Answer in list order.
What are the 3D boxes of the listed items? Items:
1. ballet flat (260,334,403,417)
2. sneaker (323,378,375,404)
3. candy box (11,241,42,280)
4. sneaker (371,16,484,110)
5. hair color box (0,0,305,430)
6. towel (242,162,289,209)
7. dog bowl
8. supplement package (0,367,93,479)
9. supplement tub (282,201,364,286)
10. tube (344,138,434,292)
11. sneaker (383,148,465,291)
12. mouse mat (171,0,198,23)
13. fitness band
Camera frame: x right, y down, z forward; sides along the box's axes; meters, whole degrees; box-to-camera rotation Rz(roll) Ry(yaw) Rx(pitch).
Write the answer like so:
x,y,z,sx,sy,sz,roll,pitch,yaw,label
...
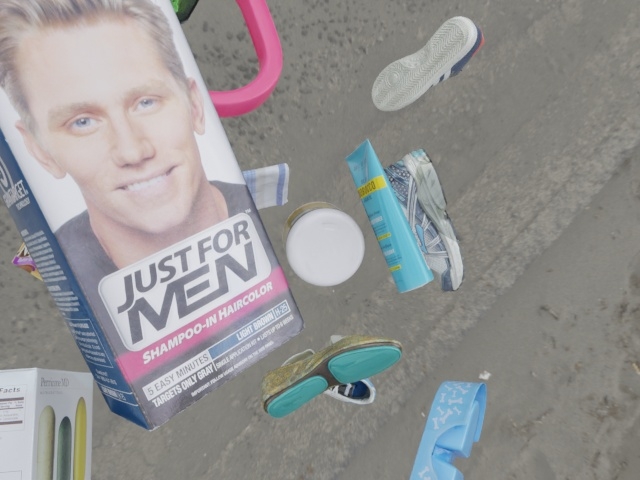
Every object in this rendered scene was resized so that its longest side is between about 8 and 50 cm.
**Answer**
x,y,z,sx,sy,sz,roll,pitch,yaw,label
0.014,0.283,1.305,0.348,0.123,0.123,-28,85,5,ballet flat
0.033,0.355,1.437,0.237,0.086,0.085,19,84,-17,sneaker
-0.728,0.044,1.509,0.187,0.053,0.109,19,78,34,candy box
0.303,-0.472,1.583,0.350,0.148,0.131,-29,80,38,sneaker
-0.164,-0.036,0.497,0.174,0.105,0.347,-30,103,-35,hair color box
-0.212,-0.103,1.360,0.285,0.209,0.034,-14,73,-11,towel
0.227,0.393,1.034,0.074,0.166,0.297,11,67,27,dog bowl
-0.410,0.298,0.695,0.198,0.199,0.262,-4,76,-4,supplement package
0.000,0.000,1.111,0.144,0.199,0.144,-1,100,-7,supplement tub
0.091,-0.032,0.781,0.052,0.080,0.207,-22,87,-28,tube
0.173,-0.022,1.018,0.122,0.110,0.283,-19,116,10,sneaker
-0.255,-0.398,0.893,0.153,0.007,0.189,8,55,6,mouse mat
-0.170,-0.311,0.831,0.209,0.054,0.291,-9,71,-29,fitness band
